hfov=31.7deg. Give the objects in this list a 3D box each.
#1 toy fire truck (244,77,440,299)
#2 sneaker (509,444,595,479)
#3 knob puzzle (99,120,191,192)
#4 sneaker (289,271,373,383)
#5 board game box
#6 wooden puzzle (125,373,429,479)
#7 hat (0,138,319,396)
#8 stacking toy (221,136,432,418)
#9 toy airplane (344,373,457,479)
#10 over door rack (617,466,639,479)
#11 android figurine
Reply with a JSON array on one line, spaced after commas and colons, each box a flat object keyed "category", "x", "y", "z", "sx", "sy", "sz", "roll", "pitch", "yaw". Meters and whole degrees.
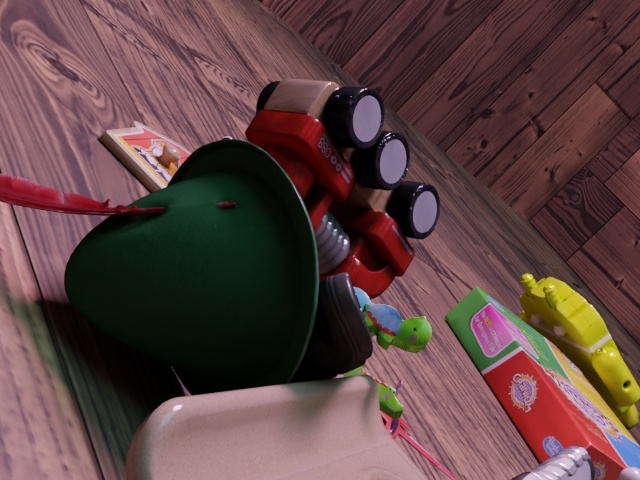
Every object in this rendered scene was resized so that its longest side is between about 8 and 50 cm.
[{"category": "toy fire truck", "x": 0.000, "y": 0.000, "z": 1.059, "sx": 0.158, "sy": 0.246, "sz": 0.217, "roll": 12, "pitch": -29, "yaw": 39}, {"category": "sneaker", "x": 0.221, "y": 0.269, "z": 1.017, "sx": 0.132, "sy": 0.086, "sz": 0.228, "roll": 54, "pitch": 25, "yaw": 18}, {"category": "knob puzzle", "x": -0.111, "y": -0.052, "z": 1.097, "sx": 0.213, "sy": 0.030, "sz": 0.213, "roll": 41, "pitch": 13, "yaw": -11}, {"category": "sneaker", "x": -0.017, "y": 0.070, "z": 0.718, "sx": 0.170, "sy": 0.089, "sz": 0.051, "roll": 87, "pitch": -15, "yaw": -73}, {"category": "board game box", "x": 0.315, "y": 0.222, "z": 1.464, "sx": 0.242, "sy": 0.064, "sz": 0.316, "roll": 35, "pitch": 16, "yaw": -36}, {"category": "wooden puzzle", "x": 0.055, "y": 0.237, "z": 0.601, "sx": 0.348, "sy": 0.080, "sz": 0.322, "roll": 53, "pitch": 15, "yaw": 17}, {"category": "hat", "x": -0.134, "y": 0.021, "z": 0.664, "sx": 0.183, "sy": 0.173, "sz": 0.208, "roll": 0, "pitch": 1, "yaw": -39}, {"category": "stacking toy", "x": -0.009, "y": 0.033, "z": 0.854, "sx": 0.221, "sy": 0.052, "sz": 0.167, "roll": 39, "pitch": -21, "yaw": 14}, {"category": "toy airplane", "x": 0.056, "y": 0.150, "z": 0.972, "sx": 0.151, "sy": 0.028, "sz": 0.151, "roll": 43, "pitch": 12, "yaw": -12}, {"category": "over door rack", "x": 0.311, "y": 0.290, "z": 0.854, "sx": 0.324, "sy": 0.108, "sz": 0.239, "roll": -1, "pitch": 42, "yaw": -30}, {"category": "android figurine", "x": 0.385, "y": 0.162, "z": 1.699, "sx": 0.273, "sy": 0.056, "sz": 0.248, "roll": 58, "pitch": -11, "yaw": -24}]
